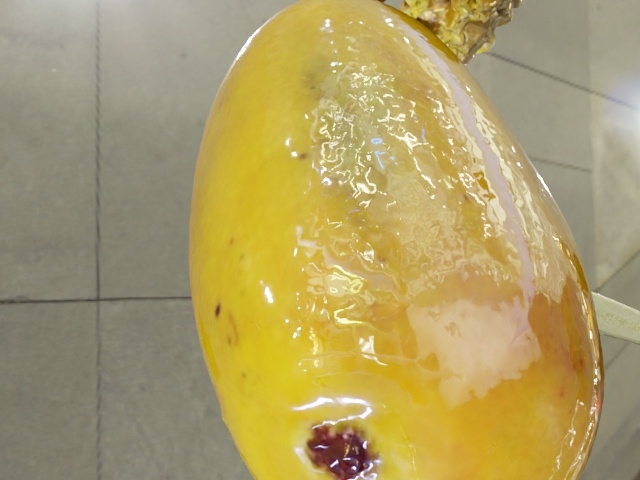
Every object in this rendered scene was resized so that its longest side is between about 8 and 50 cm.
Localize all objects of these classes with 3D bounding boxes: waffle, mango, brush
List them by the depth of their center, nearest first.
[{"bbox_3d":[0.048,-0.003,0.635,0.300,0.232,0.445,38,34,-35],"label":"mango"},{"bbox_3d":[0.450,0.129,1.148,0.337,0.020,0.085,18,86,-11],"label":"brush"},{"bbox_3d":[0.197,-0.360,1.253,0.151,0.324,0.261,40,72,7],"label":"waffle"}]

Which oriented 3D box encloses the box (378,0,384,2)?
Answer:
[{"bbox_3d":[0.066,-0.559,1.686,0.153,0.074,0.239,24,67,-28],"label":"box"}]
